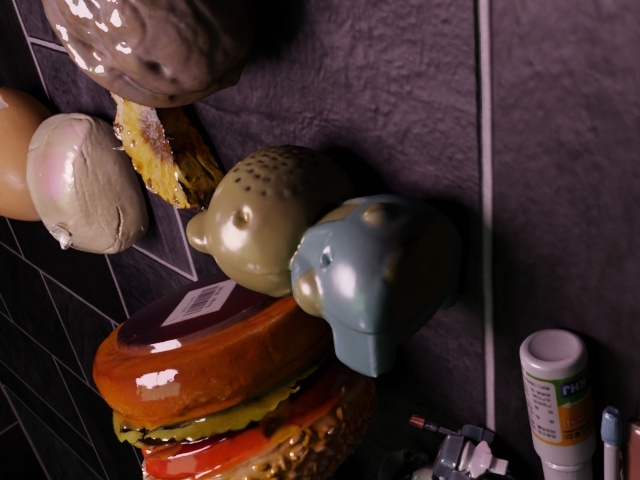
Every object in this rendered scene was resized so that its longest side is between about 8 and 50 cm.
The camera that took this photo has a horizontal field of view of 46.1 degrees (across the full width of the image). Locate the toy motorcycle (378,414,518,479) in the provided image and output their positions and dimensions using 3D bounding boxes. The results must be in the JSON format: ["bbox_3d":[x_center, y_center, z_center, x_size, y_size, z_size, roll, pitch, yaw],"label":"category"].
[{"bbox_3d":[0.152,0.299,0.928,0.150,0.102,0.221,25,144,7],"label":"toy motorcycle"}]

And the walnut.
[{"bbox_3d":[-0.164,-0.239,0.760,0.224,0.224,0.224,32,141,31],"label":"walnut"}]

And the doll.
[{"bbox_3d":[0.000,0.000,0.778,0.261,0.177,0.161,28,143,32],"label":"doll"}]

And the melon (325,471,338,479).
[{"bbox_3d":[-0.101,0.415,1.202,0.271,0.272,0.308,50,139,9],"label":"melon"}]

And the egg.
[{"bbox_3d":[-0.535,-0.142,1.316,0.201,0.201,0.244,0,132,52],"label":"egg"}]

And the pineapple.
[{"bbox_3d":[-0.219,-0.141,1.029,0.135,0.079,0.233,-14,102,47],"label":"pineapple"}]

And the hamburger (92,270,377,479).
[{"bbox_3d":[-0.101,0.186,0.940,0.330,0.330,0.250,0,115,52],"label":"hamburger"}]

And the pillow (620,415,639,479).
[{"bbox_3d":[0.341,0.275,0.707,0.126,0.043,0.232,22,135,45],"label":"pillow"}]

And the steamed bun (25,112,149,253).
[{"bbox_3d":[-0.391,-0.082,1.220,0.170,0.152,0.238,11,130,40],"label":"steamed bun"}]

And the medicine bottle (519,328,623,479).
[{"bbox_3d":[0.250,0.194,0.731,0.092,0.061,0.220,22,136,49],"label":"medicine bottle"}]
